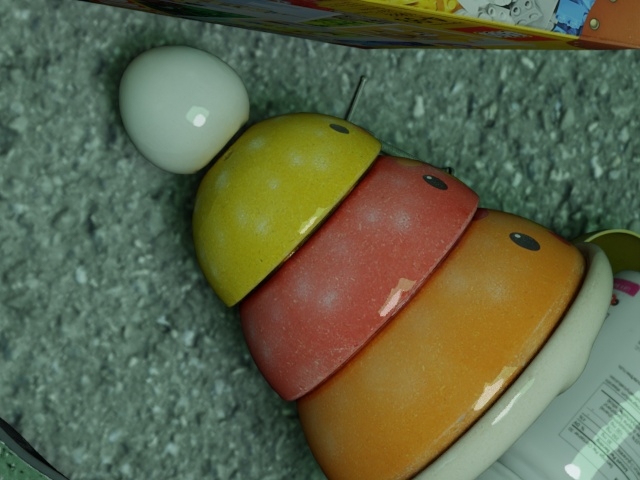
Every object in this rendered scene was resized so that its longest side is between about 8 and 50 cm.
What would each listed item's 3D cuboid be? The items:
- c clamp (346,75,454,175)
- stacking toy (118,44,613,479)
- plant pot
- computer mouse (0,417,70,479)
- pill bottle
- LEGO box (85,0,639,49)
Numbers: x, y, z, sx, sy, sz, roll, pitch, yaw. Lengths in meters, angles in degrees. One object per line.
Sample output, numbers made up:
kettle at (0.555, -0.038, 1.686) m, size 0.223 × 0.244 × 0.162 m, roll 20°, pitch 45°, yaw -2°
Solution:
c clamp at (0.077, -0.068, 1.648) m, size 0.160 × 0.022 × 0.137 m, roll 30°, pitch 85°, yaw -23°
stacking toy at (0.000, 0.000, 1.507) m, size 0.480 × 0.350 × 0.350 m, roll 43°, pitch 80°, yaw -6°
plant pot at (0.283, 0.049, 1.710) m, size 0.134 × 0.095 × 0.134 m, roll -3°, pitch 99°, yaw -23°
computer mouse at (-0.310, 0.219, 1.505) m, size 0.188 × 0.072 × 0.272 m, roll -43°, pitch 98°, yaw -10°
pill bottle at (0.262, 0.181, 1.578) m, size 0.283 × 0.160 × 0.160 m, roll -47°, pitch 111°, yaw -10°
LEGO box at (-0.011, -0.275, 1.324) m, size 0.372 × 0.500 × 0.193 m, roll 7°, pitch 94°, yaw -23°
